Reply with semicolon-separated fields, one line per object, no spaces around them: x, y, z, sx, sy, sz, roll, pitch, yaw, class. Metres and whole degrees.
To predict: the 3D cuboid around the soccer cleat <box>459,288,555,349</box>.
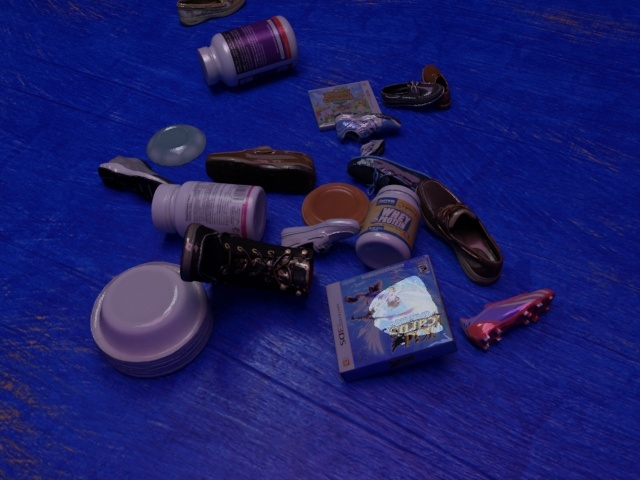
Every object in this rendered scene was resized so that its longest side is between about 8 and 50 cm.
0.453;0.169;1.463;0.248;0.083;0.095;-28;50;-14;soccer cleat

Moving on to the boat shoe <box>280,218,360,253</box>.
0.000;0.000;1.620;0.226;0.083;0.076;-10;63;25;boat shoe

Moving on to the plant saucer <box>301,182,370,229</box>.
0.044;-0.095;1.724;0.199;0.037;0.200;-2;52;2;plant saucer

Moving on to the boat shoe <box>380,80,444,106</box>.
0.292;-0.477;1.958;0.206;0.065;0.075;-2;65;24;boat shoe

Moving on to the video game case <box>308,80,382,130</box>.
0.080;-0.448;2.010;0.212;0.023;0.193;-11;52;-5;video game case

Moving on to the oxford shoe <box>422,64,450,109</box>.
0.391;-0.530;2.022;0.076;0.076;0.212;-11;50;-3;oxford shoe

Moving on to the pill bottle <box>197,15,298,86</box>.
-0.249;-0.641;2.085;0.322;0.182;0.182;-21;53;-13;pill bottle

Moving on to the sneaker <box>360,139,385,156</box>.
0.143;-0.262;1.849;0.058;0.052;0.135;19;47;30;sneaker

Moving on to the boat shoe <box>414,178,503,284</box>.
0.364;-0.048;1.586;0.123;0.123;0.342;-22;61;-10;boat shoe

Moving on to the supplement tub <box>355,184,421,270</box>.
0.183;-0.033;1.596;0.144;0.144;0.200;12;53;13;supplement tub

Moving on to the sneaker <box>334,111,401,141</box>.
0.148;-0.350;1.907;0.211;0.080;0.081;1;76;3;sneaker

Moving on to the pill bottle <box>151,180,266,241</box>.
-0.300;-0.078;1.656;0.282;0.160;0.160;5;52;8;pill bottle

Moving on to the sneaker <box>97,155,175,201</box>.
-0.529;-0.193;1.805;0.271;0.100;0.108;20;50;19;sneaker

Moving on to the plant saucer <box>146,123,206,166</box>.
-0.463;-0.316;1.935;0.194;0.037;0.195;-2;51;3;plant saucer

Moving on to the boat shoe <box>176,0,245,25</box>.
-0.425;-0.931;2.386;0.285;0.089;0.104;-30;55;-19;boat shoe

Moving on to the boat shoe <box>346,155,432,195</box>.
0.193;-0.174;1.735;0.258;0.109;0.089;14;57;17;boat shoe

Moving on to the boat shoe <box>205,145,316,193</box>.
-0.172;-0.215;1.794;0.323;0.123;0.120;7;47;-1;boat shoe

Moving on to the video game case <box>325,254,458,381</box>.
0.159;0.180;1.437;0.269;0.061;0.244;-19;51;11;video game case

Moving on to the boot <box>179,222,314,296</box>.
-0.163;0.055;1.443;0.284;0.377;0.138;9;82;4;boot

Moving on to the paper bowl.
-0.411;0.174;1.474;0.284;0.148;0.284;-1;51;2;paper bowl
